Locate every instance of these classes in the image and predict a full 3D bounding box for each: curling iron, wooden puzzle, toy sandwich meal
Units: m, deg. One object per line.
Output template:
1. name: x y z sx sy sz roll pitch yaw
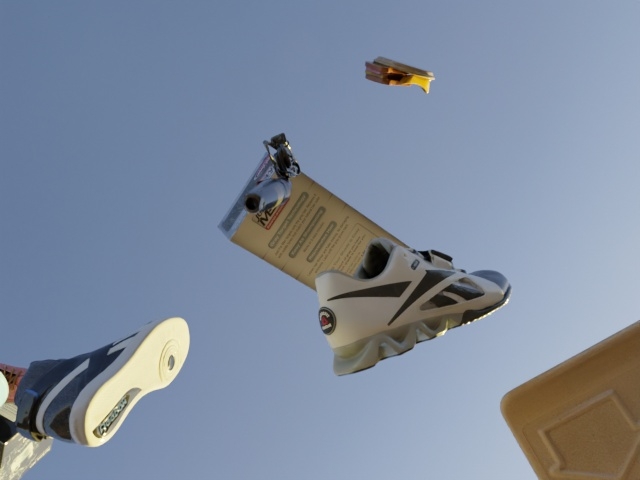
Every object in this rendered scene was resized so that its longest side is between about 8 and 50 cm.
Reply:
1. curling iron: -0.054 -0.062 0.650 0.035 0.274 0.068 -19 -76 9
2. wooden puzzle: 0.450 0.282 0.785 0.322 0.348 0.080 -33 -26 12
3. toy sandwich meal: 0.095 -0.197 0.753 0.086 0.085 0.029 8 -69 -25

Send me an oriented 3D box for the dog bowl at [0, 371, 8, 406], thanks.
1. dog bowl: -0.615 0.227 0.900 0.297 0.074 0.166 7 -52 -10

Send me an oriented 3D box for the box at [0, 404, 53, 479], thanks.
1. box: -0.591 0.374 1.204 0.093 0.156 0.158 26 -63 8

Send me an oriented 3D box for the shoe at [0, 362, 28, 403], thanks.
1. shoe: -0.534 0.245 1.088 0.081 0.178 0.063 47 -137 -44

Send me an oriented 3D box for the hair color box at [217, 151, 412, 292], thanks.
1. hair color box: 0.000 0.000 1.298 0.374 0.113 0.185 33 -88 -27

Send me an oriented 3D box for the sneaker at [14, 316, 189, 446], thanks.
1. sneaker: -0.240 0.136 0.684 0.121 0.217 0.079 2 -74 16

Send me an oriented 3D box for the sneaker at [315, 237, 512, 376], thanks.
1. sneaker: 0.131 0.055 0.828 0.330 0.122 0.146 -13 -101 -43
